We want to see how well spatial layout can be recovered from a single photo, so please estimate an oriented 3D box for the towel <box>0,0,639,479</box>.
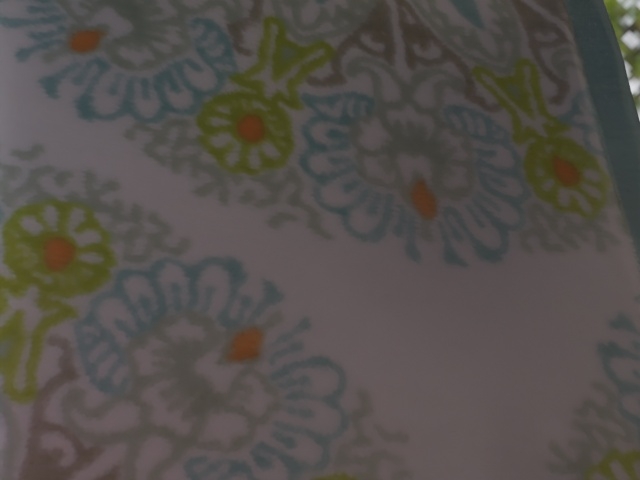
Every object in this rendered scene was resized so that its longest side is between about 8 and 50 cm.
[{"bbox_3d":[0.000,0.000,0.659,0.320,0.090,0.374,5,-124,-19],"label":"towel"}]
